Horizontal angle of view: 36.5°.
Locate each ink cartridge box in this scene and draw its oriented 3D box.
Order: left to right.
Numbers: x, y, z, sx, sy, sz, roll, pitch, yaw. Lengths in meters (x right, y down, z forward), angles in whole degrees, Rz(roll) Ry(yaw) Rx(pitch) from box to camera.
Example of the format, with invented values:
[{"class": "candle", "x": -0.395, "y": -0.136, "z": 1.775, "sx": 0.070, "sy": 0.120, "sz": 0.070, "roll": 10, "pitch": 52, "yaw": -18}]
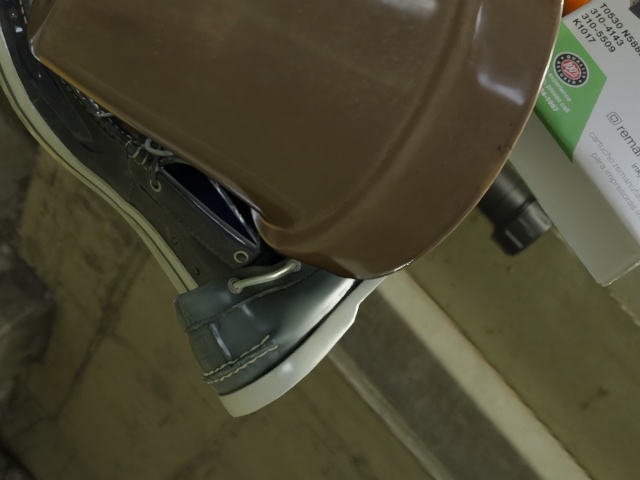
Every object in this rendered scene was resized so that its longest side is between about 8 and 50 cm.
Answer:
[{"class": "ink cartridge box", "x": 0.306, "y": -0.124, "z": 0.831, "sx": 0.201, "sy": 0.278, "sz": 0.117, "roll": 56, "pitch": -12, "yaw": 12}]

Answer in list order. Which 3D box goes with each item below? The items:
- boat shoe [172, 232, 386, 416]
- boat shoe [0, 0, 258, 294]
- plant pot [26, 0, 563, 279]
[{"class": "boat shoe", "x": 0.000, "y": 0.000, "z": 0.752, "sx": 0.116, "sy": 0.319, "sz": 0.099, "roll": -30, "pitch": -77, "yaw": 42}, {"class": "boat shoe", "x": -0.152, "y": -0.095, "z": 1.018, "sx": 0.156, "sy": 0.187, "sz": 0.500, "roll": -34, "pitch": -81, "yaw": 32}, {"class": "plant pot", "x": -0.031, "y": -0.133, "z": 0.553, "sx": 0.229, "sy": 0.263, "sz": 0.263, "roll": 21, "pitch": -22, "yaw": -27}]
